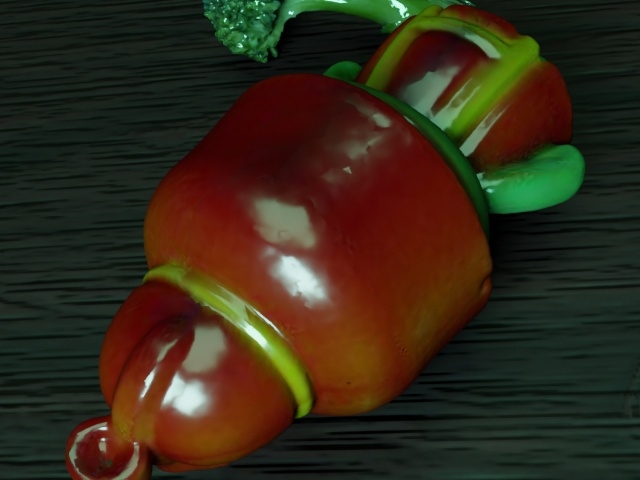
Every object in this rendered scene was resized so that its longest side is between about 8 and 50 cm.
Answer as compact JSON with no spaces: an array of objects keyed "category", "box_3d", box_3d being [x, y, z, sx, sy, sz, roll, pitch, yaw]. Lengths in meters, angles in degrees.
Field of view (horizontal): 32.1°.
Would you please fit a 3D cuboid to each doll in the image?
[{"category":"doll","box_3d":[0.000,0.000,0.605,0.182,0.160,0.363,31,62,24]}]

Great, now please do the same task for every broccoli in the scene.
[{"category":"broccoli","box_3d":[0.011,-0.178,0.802,0.204,0.122,0.118,13,30,4]}]
